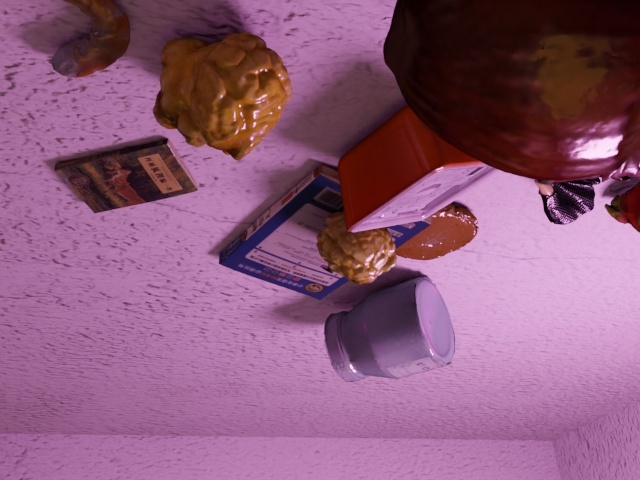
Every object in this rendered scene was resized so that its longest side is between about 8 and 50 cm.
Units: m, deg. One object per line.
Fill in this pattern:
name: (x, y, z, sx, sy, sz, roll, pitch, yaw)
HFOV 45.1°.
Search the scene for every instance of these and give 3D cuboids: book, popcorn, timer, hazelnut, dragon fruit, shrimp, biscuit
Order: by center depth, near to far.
hazelnut: (0.290, -0.272, 1.019, 0.421, 0.352, 0.421, 8, 165, 2)
shrimp: (-0.366, -0.311, 1.130, 0.161, 0.049, 0.166, -21, 147, 19)
popcorn: (-0.155, -0.238, 1.200, 0.203, 0.226, 0.200, 37, 101, -2)
timer: (0.196, -0.124, 1.471, 0.250, 0.161, 0.257, 9, 148, -40)
book: (-0.371, -0.122, 1.490, 0.228, 0.024, 0.160, -11, 148, 9)
popcorn: (0.068, 0.016, 1.601, 0.173, 0.142, 0.173, 12, 174, 1)
dragon fruit: (0.744, -0.090, 1.637, 0.200, 0.269, 0.198, -31, 104, 0)
book: (0.000, 0.000, 1.733, 0.300, 0.039, 0.428, 22, 142, -28)
biscuit: (0.257, -0.020, 1.781, 0.226, 0.042, 0.226, -6, 150, -3)

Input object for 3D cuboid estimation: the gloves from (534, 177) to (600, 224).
gloves: (0.505, -0.131, 1.599, 0.129, 0.106, 0.180, -14, 122, 10)

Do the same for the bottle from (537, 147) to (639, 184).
bottle: (0.535, -0.189, 1.441, 0.271, 0.143, 0.156, -7, 112, 6)

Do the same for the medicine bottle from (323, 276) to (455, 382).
medicine bottle: (0.178, 0.247, 2.046, 0.290, 0.245, 0.245, -19, 149, 26)
